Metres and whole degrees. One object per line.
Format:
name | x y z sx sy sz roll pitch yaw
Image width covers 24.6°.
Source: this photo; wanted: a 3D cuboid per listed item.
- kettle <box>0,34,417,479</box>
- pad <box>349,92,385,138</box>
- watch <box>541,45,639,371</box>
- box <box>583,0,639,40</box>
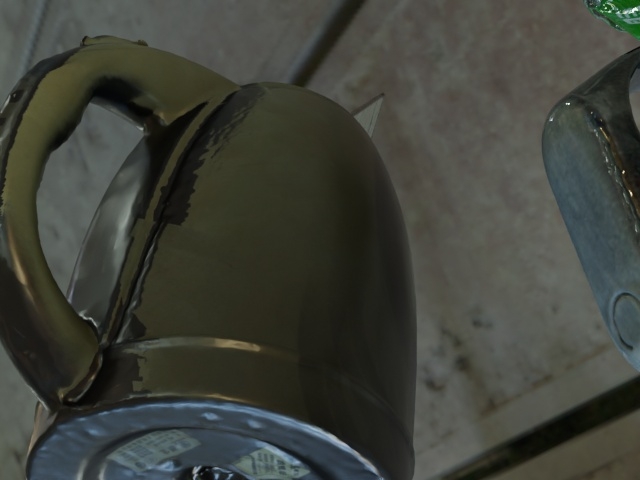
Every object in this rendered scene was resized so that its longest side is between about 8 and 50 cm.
kettle | -0.077 0.016 0.941 0.228 0.321 0.324 -37 32 39
pad | 0.000 0.000 1.313 0.367 0.007 0.247 -45 -29 -76
watch | 0.215 -0.019 0.735 0.068 0.193 0.206 119 136 -56
box | 0.296 -0.251 1.006 0.250 0.103 0.180 -13 75 28
